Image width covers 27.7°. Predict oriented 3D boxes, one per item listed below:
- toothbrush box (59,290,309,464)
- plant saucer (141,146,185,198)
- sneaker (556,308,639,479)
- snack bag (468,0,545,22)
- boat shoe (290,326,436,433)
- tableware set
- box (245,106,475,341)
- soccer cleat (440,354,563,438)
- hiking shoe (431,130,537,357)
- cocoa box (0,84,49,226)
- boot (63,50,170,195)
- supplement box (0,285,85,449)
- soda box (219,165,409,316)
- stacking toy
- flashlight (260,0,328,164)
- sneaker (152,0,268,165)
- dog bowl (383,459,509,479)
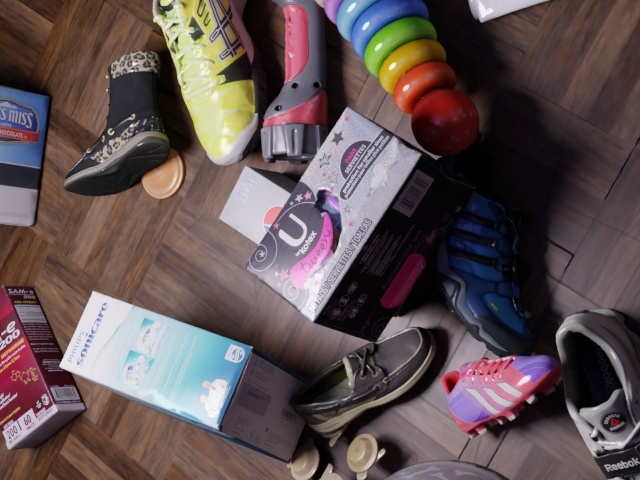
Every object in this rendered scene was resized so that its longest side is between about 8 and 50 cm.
[{"bbox_3d":[-0.185,0.196,1.854,0.296,0.216,0.126,15,76,32],"label":"toothbrush box"},{"bbox_3d":[-0.250,-0.107,2.044,0.084,0.013,0.083,-3,84,31],"label":"plant saucer"},{"bbox_3d":[0.368,0.239,1.568,0.122,0.146,0.330,-34,72,24],"label":"sneaker"},{"bbox_3d":[0.292,-0.486,1.662,0.323,0.037,0.342,-13,101,30],"label":"snack bag"},{"bbox_3d":[0.056,0.187,1.785,0.223,0.073,0.080,-35,47,18],"label":"boat shoe"},{"bbox_3d":[0.017,0.303,1.819,0.141,0.020,0.168,-52,40,9],"label":"tableware set"},{"bbox_3d":[0.049,-0.019,1.655,0.142,0.163,0.247,36,97,34],"label":"box"},{"bbox_3d":[0.220,0.181,1.635,0.095,0.083,0.248,56,156,9],"label":"soccer cleat"},{"bbox_3d":[0.214,0.011,1.693,0.132,0.113,0.304,-35,70,25],"label":"hiking shoe"},{"bbox_3d":[-0.666,-0.161,2.174,0.347,0.231,0.227,8,90,32],"label":"cocoa box"},{"bbox_3d":[-0.324,-0.181,2.062,0.236,0.085,0.178,-25,61,41],"label":"boot"},{"bbox_3d":[-0.495,0.208,2.137,0.130,0.073,0.239,-38,67,24],"label":"supplement box"},{"bbox_3d":[0.000,0.000,1.834,0.286,0.098,0.091,33,103,29],"label":"soda box"},{"bbox_3d":[0.116,-0.255,1.745,0.141,0.141,0.330,-40,64,23],"label":"stacking toy"},{"bbox_3d":[-0.040,-0.265,1.877,0.103,0.103,0.304,-5,85,34],"label":"flashlight"},{"bbox_3d":[-0.183,-0.294,1.928,0.145,0.147,0.384,-23,73,38],"label":"sneaker"},{"bbox_3d":[0.149,0.467,1.709,0.349,0.102,0.348,-2,86,31],"label":"dog bowl"}]
